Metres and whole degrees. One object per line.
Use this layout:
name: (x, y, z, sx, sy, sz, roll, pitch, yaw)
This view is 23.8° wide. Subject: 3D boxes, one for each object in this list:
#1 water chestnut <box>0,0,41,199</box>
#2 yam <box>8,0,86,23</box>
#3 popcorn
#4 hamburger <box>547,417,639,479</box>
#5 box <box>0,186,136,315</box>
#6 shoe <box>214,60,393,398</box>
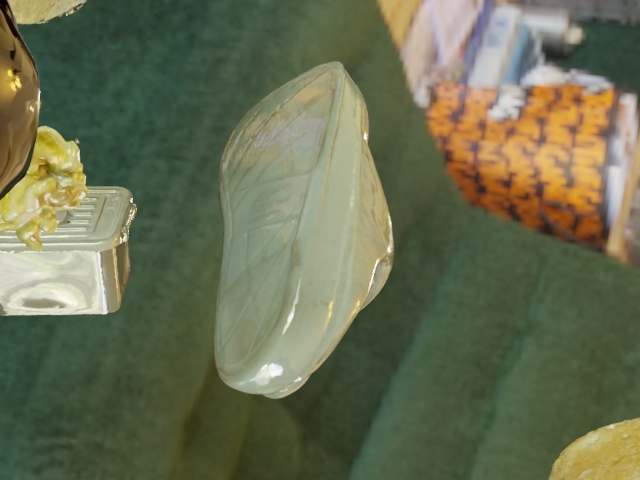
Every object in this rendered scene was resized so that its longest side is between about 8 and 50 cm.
water chestnut: (-0.352, -0.118, 1.189, 0.244, 0.289, 0.289, -8, 112, -18)
yam: (-0.414, -0.424, 1.816, 0.241, 0.348, 0.241, -39, 156, -21)
popcorn: (-0.339, -0.068, 1.728, 0.162, 0.141, 0.135, 102, -21, -46)
hamburger: (0.213, 0.190, 0.903, 0.131, 0.159, 0.185, 68, 28, -18)
box: (-0.381, 0.018, 2.156, 0.163, 0.243, 0.135, -86, 174, -58)
shoe: (0.000, 0.000, 0.850, 0.100, 0.103, 0.251, 41, 33, -26)
